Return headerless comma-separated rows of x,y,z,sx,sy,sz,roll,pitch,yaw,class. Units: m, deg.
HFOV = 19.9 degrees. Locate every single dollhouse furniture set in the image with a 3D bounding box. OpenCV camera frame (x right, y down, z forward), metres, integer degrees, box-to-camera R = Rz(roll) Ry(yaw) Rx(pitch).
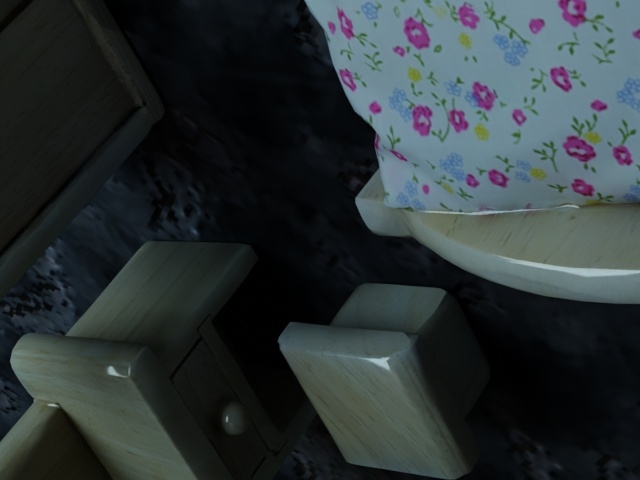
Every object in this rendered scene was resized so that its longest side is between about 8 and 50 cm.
0.000,0.000,0.351,0.355,0.174,0.303,3,134,41,dollhouse furniture set
